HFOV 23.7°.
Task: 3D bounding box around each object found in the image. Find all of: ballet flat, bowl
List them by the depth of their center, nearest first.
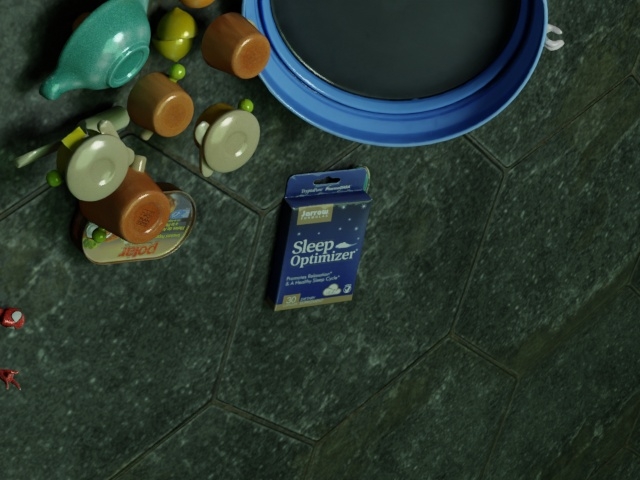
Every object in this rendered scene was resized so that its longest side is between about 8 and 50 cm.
[{"bbox_3d":[0.094,-0.296,1.961,0.077,0.391,0.391,-85,176,-48],"label":"bowl"},{"bbox_3d":[0.052,-0.070,2.338,0.041,0.041,0.114,-12,128,-43],"label":"ballet flat"}]

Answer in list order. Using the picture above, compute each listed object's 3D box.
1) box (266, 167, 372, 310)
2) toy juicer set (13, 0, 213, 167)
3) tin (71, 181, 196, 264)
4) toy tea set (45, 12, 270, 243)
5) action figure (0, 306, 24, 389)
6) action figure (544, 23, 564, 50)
[{"bbox_3d":[0.000,0.000,2.302,0.136,0.036,0.225,-7,124,-26],"label":"box"},{"bbox_3d":[-0.243,-0.235,1.835,0.329,0.089,0.209,-51,167,17],"label":"toy juicer set"},{"bbox_3d":[-0.248,-0.024,2.027,0.189,0.040,0.106,-5,118,-47],"label":"tin"},{"bbox_3d":[-0.196,-0.145,1.893,0.336,0.124,0.200,-40,138,-16],"label":"toy tea set"},{"bbox_3d":[-0.447,0.104,1.825,0.280,0.139,0.091,6,115,-54],"label":"action figure"},{"bbox_3d":[0.196,-0.388,2.101,0.275,0.248,0.370,-9,161,-5],"label":"action figure"}]
